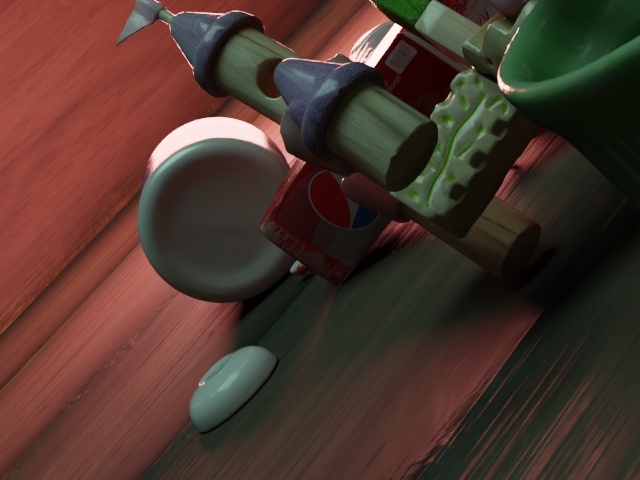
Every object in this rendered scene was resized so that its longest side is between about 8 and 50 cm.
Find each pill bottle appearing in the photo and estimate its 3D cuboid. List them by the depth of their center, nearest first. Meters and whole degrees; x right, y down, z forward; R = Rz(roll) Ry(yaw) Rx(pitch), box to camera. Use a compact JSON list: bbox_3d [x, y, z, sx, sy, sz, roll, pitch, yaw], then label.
[{"bbox_3d":[-0.097,-0.037,1.731,0.153,0.153,0.265,-42,10,3],"label":"pill bottle"}]

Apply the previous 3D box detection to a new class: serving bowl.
[{"bbox_3d":[-0.073,0.109,1.397,0.083,0.027,0.083,-42,10,9],"label":"serving bowl"}]

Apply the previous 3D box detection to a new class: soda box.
[{"bbox_3d":[0.049,-0.082,1.377,0.263,0.083,0.092,-51,8,47],"label":"soda box"}]

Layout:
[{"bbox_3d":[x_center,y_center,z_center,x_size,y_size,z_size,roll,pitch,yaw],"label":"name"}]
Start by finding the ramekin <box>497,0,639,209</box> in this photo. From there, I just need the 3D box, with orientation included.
[{"bbox_3d":[0.239,-0.113,0.795,0.303,0.148,0.303,-41,11,10],"label":"ramekin"}]

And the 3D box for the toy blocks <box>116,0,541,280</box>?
[{"bbox_3d":[0.041,-0.176,1.031,0.289,0.260,0.309,-56,-25,3],"label":"toy blocks"}]

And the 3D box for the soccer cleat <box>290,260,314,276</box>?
[{"bbox_3d":[0.000,0.000,1.541,0.083,0.035,0.029,-36,13,33],"label":"soccer cleat"}]

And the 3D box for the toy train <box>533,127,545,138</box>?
[{"bbox_3d":[0.158,-0.099,1.336,0.125,0.046,0.166,-37,15,25],"label":"toy train"}]

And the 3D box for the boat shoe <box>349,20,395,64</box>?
[{"bbox_3d":[0.065,-0.151,1.828,0.081,0.079,0.227,-21,28,42],"label":"boat shoe"}]
